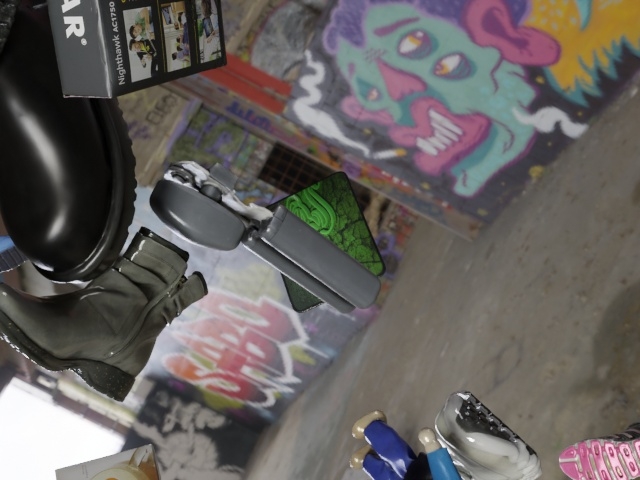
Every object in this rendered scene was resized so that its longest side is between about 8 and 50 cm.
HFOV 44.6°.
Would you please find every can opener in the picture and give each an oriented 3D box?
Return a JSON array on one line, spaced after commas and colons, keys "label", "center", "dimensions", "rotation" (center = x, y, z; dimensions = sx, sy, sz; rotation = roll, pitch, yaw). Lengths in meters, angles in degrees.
[{"label": "can opener", "center": [-0.062, 0.012, 0.862], "dimensions": [0.076, 0.283, 0.095], "rotation": [-22, 38, 54]}]

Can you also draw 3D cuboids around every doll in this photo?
[{"label": "doll", "center": [0.095, 0.226, 0.717], "dimensions": [0.189, 0.046, 0.129], "rotation": [30, 123, 53]}]

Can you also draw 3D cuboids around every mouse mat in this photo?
[{"label": "mouse mat", "center": [0.000, 0.000, 1.172], "dimensions": [0.153, 0.189, 0.007], "rotation": [-26, -27, 9]}]

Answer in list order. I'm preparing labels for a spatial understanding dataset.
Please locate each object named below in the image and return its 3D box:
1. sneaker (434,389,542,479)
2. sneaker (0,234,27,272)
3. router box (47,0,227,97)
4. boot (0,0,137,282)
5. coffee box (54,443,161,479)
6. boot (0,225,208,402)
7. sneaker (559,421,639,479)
[{"label": "sneaker", "center": [0.172, 0.253, 0.864], "dimensions": [0.118, 0.110, 0.292], "rotation": [-44, -32, -4]}, {"label": "sneaker", "center": [-0.433, 0.014, 0.998], "dimensions": [0.144, 0.059, 0.053], "rotation": [-21, -26, -20]}, {"label": "router box", "center": [-0.123, -0.194, 0.514], "dimensions": [0.133, 0.046, 0.179], "rotation": [-37, -51, -55]}, {"label": "boot", "center": [-0.298, -0.132, 0.638], "dimensions": [0.260, 0.131, 0.348], "rotation": [3, -107, -63]}, {"label": "coffee box", "center": [-0.271, 0.426, 1.071], "dimensions": [0.098, 0.141, 0.246], "rotation": [98, 156, -54]}, {"label": "boot", "center": [-0.210, 0.047, 0.739], "dimensions": [0.161, 0.083, 0.246], "rotation": [-55, -28, -11]}, {"label": "sneaker", "center": [0.402, 0.278, 1.024], "dimensions": [0.170, 0.063, 0.075], "rotation": [-19, -8, 20]}]
